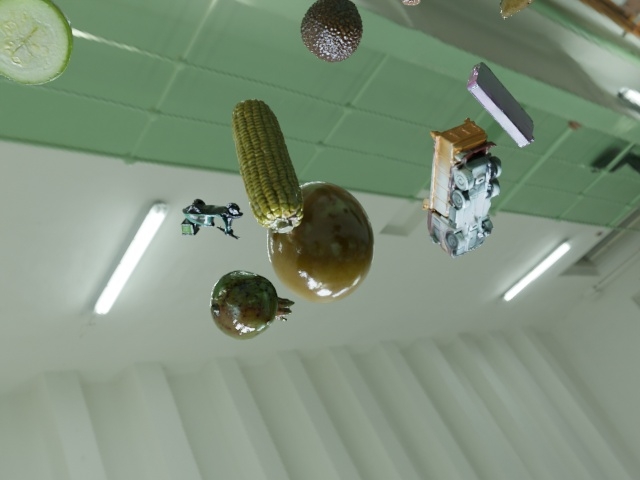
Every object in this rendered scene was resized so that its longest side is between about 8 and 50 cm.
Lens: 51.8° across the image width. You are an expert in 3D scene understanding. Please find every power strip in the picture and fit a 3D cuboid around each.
[{"bbox_3d":[0.511,-0.383,1.859,0.279,0.037,0.109,41,-132,-22],"label":"power strip"}]

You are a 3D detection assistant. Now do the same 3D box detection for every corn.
[{"bbox_3d":[-0.080,-0.111,0.968,0.080,0.080,0.238,10,-130,-38],"label":"corn"}]

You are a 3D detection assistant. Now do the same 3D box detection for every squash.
[{"bbox_3d":[-0.707,-0.486,1.581,0.219,0.219,0.041,23,-159,-25],"label":"squash"}]

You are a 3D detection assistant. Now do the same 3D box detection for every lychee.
[{"bbox_3d":[0.031,-0.608,1.903,0.194,0.194,0.194,27,-146,-19],"label":"lychee"}]

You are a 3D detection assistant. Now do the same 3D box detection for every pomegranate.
[{"bbox_3d":[-0.150,0.143,1.456,0.205,0.159,0.159,11,-139,-40],"label":"pomegranate"}]

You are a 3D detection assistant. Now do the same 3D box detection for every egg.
[{"bbox_3d":[0.000,0.000,1.737,0.282,0.282,0.351,22,-142,-26],"label":"egg"}]

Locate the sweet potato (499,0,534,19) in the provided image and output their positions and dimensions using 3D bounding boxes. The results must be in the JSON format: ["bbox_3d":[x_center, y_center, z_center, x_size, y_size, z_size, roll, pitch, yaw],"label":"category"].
[{"bbox_3d":[0.359,-0.473,1.063,0.079,0.108,0.346,47,179,15],"label":"sweet potato"}]

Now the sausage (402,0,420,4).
[{"bbox_3d":[0.277,-0.735,1.666,0.078,0.304,0.078,25,179,0],"label":"sausage"}]

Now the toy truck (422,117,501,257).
[{"bbox_3d":[0.285,-0.102,1.357,0.114,0.270,0.135,-22,-137,-22],"label":"toy truck"}]

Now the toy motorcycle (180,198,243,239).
[{"bbox_3d":[-0.284,-0.057,1.733,0.173,0.100,0.058,2,-149,11],"label":"toy motorcycle"}]
